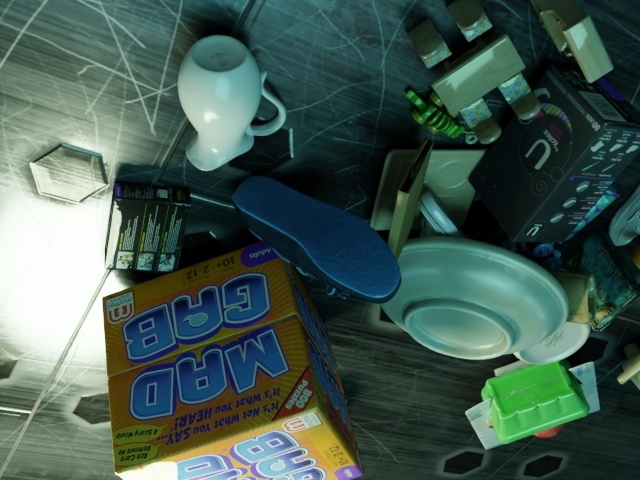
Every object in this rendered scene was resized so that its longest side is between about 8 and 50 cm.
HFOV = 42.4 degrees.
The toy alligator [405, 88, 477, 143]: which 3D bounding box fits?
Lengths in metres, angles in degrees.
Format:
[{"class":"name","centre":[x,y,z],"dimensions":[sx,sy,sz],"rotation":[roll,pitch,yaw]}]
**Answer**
[{"class":"toy alligator","centre":[0.219,-0.202,1.429],"dimensions":[0.189,0.051,0.056],"rotation":[28,122,-35]}]

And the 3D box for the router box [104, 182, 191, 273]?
[{"class":"router box","centre":[-0.312,-0.019,1.478],"dimensions":[0.133,0.046,0.179],"rotation":[4,133,-19]}]

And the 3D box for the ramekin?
[{"class":"ramekin","centre":[0.504,0.187,1.852],"dimensions":[0.207,0.109,0.207],"rotation":[-7,136,-7]}]

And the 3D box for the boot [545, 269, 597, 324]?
[{"class":"boot","centre":[0.428,0.140,1.701],"dimensions":[0.269,0.089,0.236],"rotation":[6,145,29]}]

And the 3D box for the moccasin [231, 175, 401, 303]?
[{"class":"moccasin","centre":[0.000,0.000,1.434],"dimensions":[0.138,0.342,0.117],"rotation":[-44,156,-20]}]

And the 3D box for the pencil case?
[{"class":"pencil case","centre":[0.515,-0.064,1.636],"dimensions":[0.070,0.064,0.152],"rotation":[10,132,-45]}]

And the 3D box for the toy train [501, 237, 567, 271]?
[{"class":"toy train","centre":[0.442,0.040,1.714],"dimensions":[0.105,0.080,0.184],"rotation":[-25,135,19]}]

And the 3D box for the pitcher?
[{"class":"pitcher","centre":[-0.132,-0.221,1.286],"dimensions":[0.178,0.125,0.207],"rotation":[-24,150,-20]}]

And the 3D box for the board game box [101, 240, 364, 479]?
[{"class":"board game box","centre":[-0.161,0.278,1.562],"dimensions":[0.356,0.356,0.356],"rotation":[-19,144,5]}]

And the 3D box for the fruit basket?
[{"class":"fruit basket","centre":[0.543,0.419,2.094],"dimensions":[0.327,0.165,0.353],"rotation":[-22,151,8]}]

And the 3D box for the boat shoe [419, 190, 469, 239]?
[{"class":"boat shoe","centre":[0.228,-0.007,1.557],"dimensions":[0.076,0.083,0.226],"rotation":[-33,137,12]}]

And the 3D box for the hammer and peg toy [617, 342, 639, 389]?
[{"class":"hammer and peg toy","centre":[0.876,0.286,2.036],"dimensions":[0.266,0.127,0.361],"rotation":[-33,133,20]}]

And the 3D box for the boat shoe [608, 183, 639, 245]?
[{"class":"boat shoe","centre":[0.658,-0.048,1.690],"dimensions":[0.066,0.063,0.184],"rotation":[10,130,-23]}]

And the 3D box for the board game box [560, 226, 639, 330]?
[{"class":"board game box","centre":[0.578,0.079,1.708],"dimensions":[0.026,0.186,0.126],"rotation":[18,127,-26]}]

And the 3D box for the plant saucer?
[{"class":"plant saucer","centre":[0.276,0.141,1.615],"dimensions":[0.400,0.100,0.400],"rotation":[13,149,8]}]

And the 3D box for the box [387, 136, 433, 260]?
[{"class":"box","centre":[0.149,-0.055,1.434],"dimensions":[0.021,0.164,0.201],"rotation":[19,134,10]}]

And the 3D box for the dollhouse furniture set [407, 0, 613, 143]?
[{"class":"dollhouse furniture set","centre":[0.298,-0.276,1.287],"dimensions":[0.242,0.161,0.212],"rotation":[-33,129,15]}]

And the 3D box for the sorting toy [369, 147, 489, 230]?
[{"class":"sorting toy","centre":[0.199,-0.097,1.545],"dimensions":[0.208,0.038,0.193],"rotation":[-5,135,-16]}]

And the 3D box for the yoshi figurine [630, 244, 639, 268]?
[{"class":"yoshi figurine","centre":[0.780,-0.073,1.634],"dimensions":[0.203,0.203,0.362],"rotation":[34,119,-15]}]

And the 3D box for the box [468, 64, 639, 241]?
[{"class":"box","centre":[0.413,-0.145,1.440],"dimensions":[0.143,0.165,0.270],"rotation":[0,135,-35]}]
